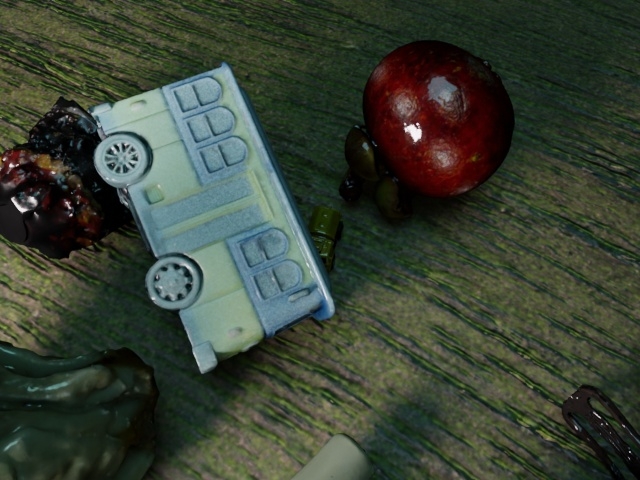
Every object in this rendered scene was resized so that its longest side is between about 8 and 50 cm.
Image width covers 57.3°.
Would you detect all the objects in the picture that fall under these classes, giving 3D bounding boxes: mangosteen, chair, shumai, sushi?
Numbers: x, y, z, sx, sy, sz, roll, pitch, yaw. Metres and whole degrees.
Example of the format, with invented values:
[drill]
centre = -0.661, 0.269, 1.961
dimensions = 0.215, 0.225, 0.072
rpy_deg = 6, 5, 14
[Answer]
[mangosteen]
centre = 0.131, -0.138, 0.793
dimensions = 0.257, 0.215, 0.215
rpy_deg = -45, 64, 10
[chair]
centre = 0.308, 0.271, 0.580
dimensions = 0.113, 0.106, 0.229
rpy_deg = -33, 62, -21
[shumai]
centre = -0.279, 0.198, 0.538
dimensions = 0.263, 0.309, 0.304
rpy_deg = -7, 20, -17
[sushi]
centre = -0.345, -0.062, 0.764
dimensions = 0.172, 0.153, 0.150
rpy_deg = 42, 44, 1

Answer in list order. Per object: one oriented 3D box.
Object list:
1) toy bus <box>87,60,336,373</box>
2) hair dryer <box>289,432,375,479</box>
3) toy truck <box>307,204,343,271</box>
[toy bus]
centre = -0.124, -0.022, 0.682
dimensions = 0.190, 0.152, 0.312
rpy_deg = -22, 84, -13
[hair dryer]
centre = -0.001, 0.315, 0.521
dimensions = 0.298, 0.119, 0.296
rpy_deg = 3, 43, 29
[toy truck]
centre = 0.000, 0.000, 0.779
dimensions = 0.049, 0.054, 0.083
rpy_deg = 13, 60, 8
